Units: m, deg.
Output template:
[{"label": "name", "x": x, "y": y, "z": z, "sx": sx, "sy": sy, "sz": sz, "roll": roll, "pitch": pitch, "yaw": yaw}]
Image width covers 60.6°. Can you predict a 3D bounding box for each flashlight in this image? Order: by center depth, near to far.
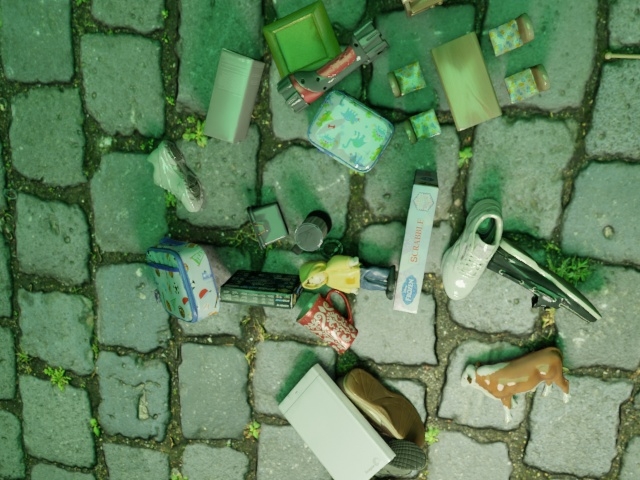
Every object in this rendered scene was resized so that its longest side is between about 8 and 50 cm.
[{"label": "flashlight", "x": 0.027, "y": -0.466, "z": 1.458, "sx": 0.304, "sy": 0.103, "sz": 0.103, "roll": -34, "pitch": 87, "yaw": 18}]

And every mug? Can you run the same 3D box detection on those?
[{"label": "mug", "x": 0.035, "y": 0.244, "z": 1.670, "sx": 0.169, "sy": 0.113, "sz": 0.150, "roll": 41, "pitch": 109, "yaw": -5}]

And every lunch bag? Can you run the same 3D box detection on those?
[{"label": "lunch bag", "x": 0.082, "y": -0.302, "z": 1.532, "sx": 0.218, "sy": 0.090, "sz": 0.176, "roll": 31, "pitch": 106, "yaw": 1}, {"label": "lunch bag", "x": -0.421, "y": 0.111, "z": 1.642, "sx": 0.303, "sy": 0.114, "sz": 0.243, "roll": 4, "pitch": 113, "yaw": 54}]

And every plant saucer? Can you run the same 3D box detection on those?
[{"label": "plant saucer", "x": -0.051, "y": -0.540, "z": 1.518, "sx": 0.188, "sy": 0.045, "sz": 0.189, "roll": -20, "pitch": 100, "yaw": 14}]

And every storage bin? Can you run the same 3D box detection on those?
[{"label": "storage bin", "x": -0.154, "y": -0.051, "z": 1.640, "sx": 0.091, "sy": 0.098, "sz": 0.135, "roll": -20, "pitch": 100, "yaw": 4}]

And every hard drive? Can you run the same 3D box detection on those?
[{"label": "hard drive", "x": 0.039, "y": 0.588, "z": 1.702, "sx": 0.353, "sy": 0.047, "sz": 0.233, "roll": 47, "pitch": 122, "yaw": 17}]

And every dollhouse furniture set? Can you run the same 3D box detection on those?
[{"label": "dollhouse furniture set", "x": 0.334, "y": -0.476, "z": 1.357, "sx": 0.361, "sy": 0.256, "sz": 0.394, "roll": -20, "pitch": 100, "yaw": 14}]

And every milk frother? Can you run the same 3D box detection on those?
[{"label": "milk frother", "x": 0.000, "y": 0.000, "z": 1.598, "sx": 0.143, "sy": 0.135, "sz": 0.129, "roll": 24, "pitch": 113, "yaw": 4}]

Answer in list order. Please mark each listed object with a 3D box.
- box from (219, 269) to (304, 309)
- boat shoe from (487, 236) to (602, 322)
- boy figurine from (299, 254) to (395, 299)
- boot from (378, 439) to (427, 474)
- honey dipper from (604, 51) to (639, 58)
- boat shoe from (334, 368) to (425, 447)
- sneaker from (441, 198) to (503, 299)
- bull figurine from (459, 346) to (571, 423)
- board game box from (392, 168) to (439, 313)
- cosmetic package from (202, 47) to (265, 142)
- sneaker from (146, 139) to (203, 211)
[{"label": "box", "x": -0.171, "y": 0.143, "z": 1.645, "sx": 0.220, "sy": 0.175, "sz": 0.051, "roll": 5, "pitch": 105, "yaw": 8}, {"label": "boat shoe", "x": 0.614, "y": 0.135, "z": 1.531, "sx": 0.340, "sy": 0.127, "sz": 0.113, "roll": 36, "pitch": 108, "yaw": 1}, {"label": "boy figurine", "x": 0.078, "y": 0.102, "z": 1.610, "sx": 0.285, "sy": 0.092, "sz": 0.177, "roll": 6, "pitch": 144, "yaw": 1}, {"label": "boot", "x": 0.247, "y": 0.688, "z": 1.712, "sx": 0.246, "sy": 0.084, "sz": 0.161, "roll": -12, "pitch": 139, "yaw": 37}, {"label": "honey dipper", "x": 0.811, "y": -0.468, "z": 1.396, "sx": 0.160, "sy": 0.030, "sz": 0.031, "roll": 6, "pitch": 105, "yaw": 13}, {"label": "boat shoe", "x": 0.184, "y": 0.538, "z": 1.728, "sx": 0.342, "sy": 0.123, "sz": 0.123, "roll": 40, "pitch": 138, "yaw": -12}, {"label": "sneaker", "x": 0.419, "y": 0.035, "z": 1.526, "sx": 0.114, "sy": 0.152, "sz": 0.305, "roll": 18, "pitch": 108, "yaw": 3}, {"label": "bull figurine", "x": 0.578, "y": 0.420, "z": 1.624, "sx": 0.310, "sy": 0.101, "sz": 0.189, "roll": -23, "pitch": 103, "yaw": 17}, {"label": "board game box", "x": 0.255, "y": -0.013, "z": 1.457, "sx": 0.065, "sy": 0.319, "sz": 0.318, "roll": 9, "pitch": 105, "yaw": 9}, {"label": "cosmetic package", "x": -0.243, "y": -0.403, "z": 1.546, "sx": 0.107, "sy": 0.127, "sz": 0.238, "roll": 21, "pitch": 105, "yaw": 4}, {"label": "sneaker", "x": -0.445, "y": -0.180, "z": 1.666, "sx": 0.115, "sy": 0.090, "sz": 0.232, "roll": -28, "pitch": 89, "yaw": 22}]
